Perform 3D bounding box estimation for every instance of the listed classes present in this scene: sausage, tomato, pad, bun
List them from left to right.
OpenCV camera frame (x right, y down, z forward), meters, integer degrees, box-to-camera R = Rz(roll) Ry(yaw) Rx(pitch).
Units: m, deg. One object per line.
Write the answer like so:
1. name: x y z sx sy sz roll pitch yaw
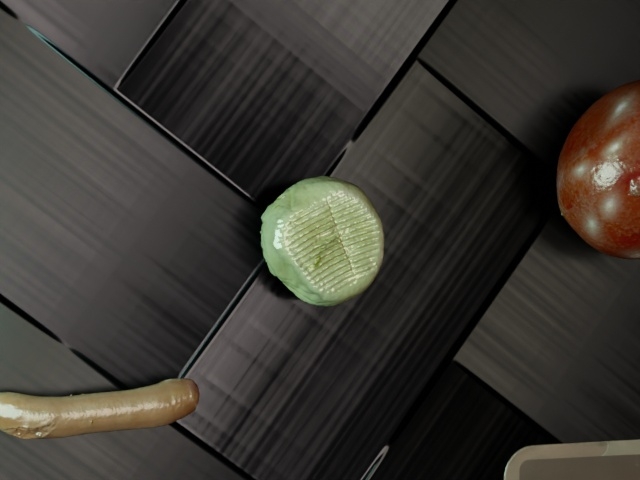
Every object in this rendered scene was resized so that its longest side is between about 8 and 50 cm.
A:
1. sausage: -0.195 0.146 1.482 0.186 0.043 0.043 -4 94 -18
2. bun: 0.000 0.000 1.524 0.115 0.069 0.115 -2 96 -19
3. pad: 0.300 0.281 1.677 0.266 0.002 0.176 -1 94 -19
4. tomato: 0.290 -0.062 1.581 0.167 0.167 0.167 -1 94 -19
